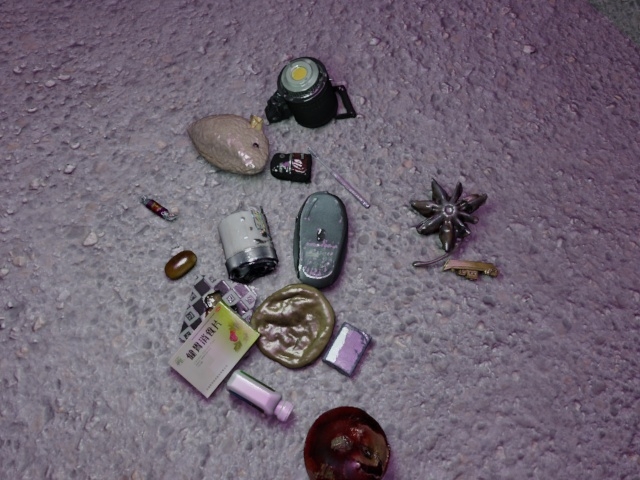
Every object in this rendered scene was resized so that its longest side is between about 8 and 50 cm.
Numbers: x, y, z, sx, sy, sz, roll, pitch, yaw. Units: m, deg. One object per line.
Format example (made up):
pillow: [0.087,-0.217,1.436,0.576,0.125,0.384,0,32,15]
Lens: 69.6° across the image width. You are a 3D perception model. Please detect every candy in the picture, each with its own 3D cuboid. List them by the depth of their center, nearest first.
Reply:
candy: [-0.610,-0.119,1.731,0.175,0.043,0.045,33,66,14]

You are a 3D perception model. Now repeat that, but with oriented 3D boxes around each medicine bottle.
medicine bottle: [-0.191,0.495,1.464,0.219,0.115,0.078,29,67,7]

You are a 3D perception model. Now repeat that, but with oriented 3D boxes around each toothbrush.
toothbrush: [0.069,-0.254,1.839,0.024,0.029,0.354,-43,77,-5]

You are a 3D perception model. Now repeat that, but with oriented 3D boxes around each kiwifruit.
kiwifruit: [-0.498,0.085,1.638,0.124,0.075,0.075,-39,75,-14]

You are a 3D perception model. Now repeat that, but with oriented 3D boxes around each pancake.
pancake: [-0.087,0.289,1.561,0.295,0.049,0.294,0,83,1]

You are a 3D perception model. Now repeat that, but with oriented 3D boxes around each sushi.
sushi: [-0.345,0.251,1.583,0.220,0.047,0.231,14,80,2]

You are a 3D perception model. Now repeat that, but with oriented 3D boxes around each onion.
onion: [0.081,0.631,1.388,0.272,0.195,0.271,-1,59,1]

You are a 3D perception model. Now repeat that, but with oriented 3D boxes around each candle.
candle: [-0.269,-0.021,1.640,0.188,0.187,0.329,-14,68,-10]

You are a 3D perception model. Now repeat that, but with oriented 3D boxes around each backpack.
backpack: [-0.114,-0.290,1.800,0.165,0.106,0.119,2,72,-7]

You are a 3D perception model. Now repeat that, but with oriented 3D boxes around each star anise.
star anise: [0.467,-0.085,1.758,0.360,0.139,0.315,-22,62,4]

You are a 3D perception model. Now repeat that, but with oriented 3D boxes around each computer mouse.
computer mouse: [-0.002,0.001,1.683,0.204,0.114,0.373,8,68,2]

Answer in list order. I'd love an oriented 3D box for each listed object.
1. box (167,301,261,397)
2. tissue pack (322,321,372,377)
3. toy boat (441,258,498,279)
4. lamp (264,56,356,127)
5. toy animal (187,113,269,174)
box: [-0.343,0.354,1.509,0.175,0.062,0.260,39,83,6]
tissue pack: [0.090,0.371,1.572,0.113,0.051,0.156,29,69,11]
toy boat: [0.555,0.112,1.709,0.206,0.064,0.072,5,85,0]
lamp: [-0.039,-0.595,1.842,0.375,0.272,0.204,-15,71,-10]
toy animal: [-0.346,-0.380,1.778,0.359,0.188,0.226,28,58,8]
